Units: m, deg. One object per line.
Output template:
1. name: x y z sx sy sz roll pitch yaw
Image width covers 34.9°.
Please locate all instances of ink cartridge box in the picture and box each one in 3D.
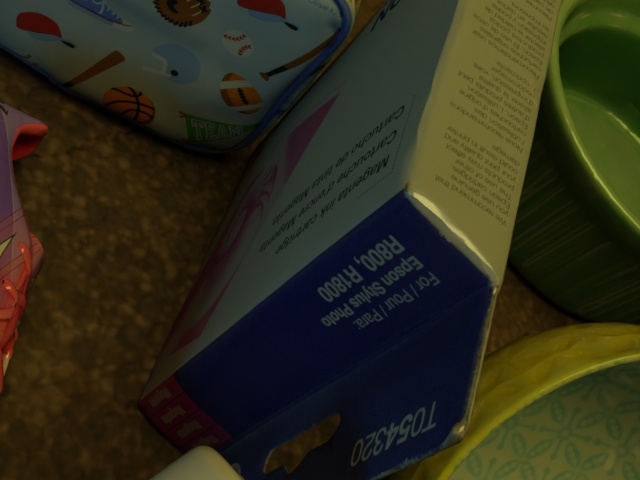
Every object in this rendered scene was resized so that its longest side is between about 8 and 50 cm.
1. ink cartridge box: 0.000 0.000 0.594 0.071 0.324 0.330 32 52 -14

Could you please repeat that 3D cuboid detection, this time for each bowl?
1. bowl: 0.157 0.166 0.690 0.289 0.289 0.156 16 16 -24

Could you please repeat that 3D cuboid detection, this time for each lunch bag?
1. lunch bag: -0.117 -0.195 0.681 0.303 0.243 0.115 26 55 -17

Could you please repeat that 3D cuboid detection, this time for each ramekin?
1. ramekin: 0.279 -0.070 0.919 0.303 0.148 0.303 15 58 -25

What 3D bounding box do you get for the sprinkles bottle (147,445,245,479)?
1. sprinkles bottle: -0.155 0.237 0.417 0.355 0.121 0.121 -35 86 -14

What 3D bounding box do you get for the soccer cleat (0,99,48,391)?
1. soccer cleat: -0.213 0.045 0.584 0.116 0.108 0.318 10 58 -32
